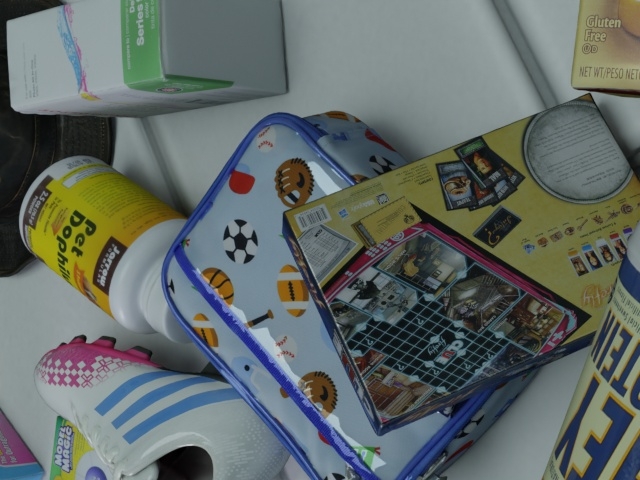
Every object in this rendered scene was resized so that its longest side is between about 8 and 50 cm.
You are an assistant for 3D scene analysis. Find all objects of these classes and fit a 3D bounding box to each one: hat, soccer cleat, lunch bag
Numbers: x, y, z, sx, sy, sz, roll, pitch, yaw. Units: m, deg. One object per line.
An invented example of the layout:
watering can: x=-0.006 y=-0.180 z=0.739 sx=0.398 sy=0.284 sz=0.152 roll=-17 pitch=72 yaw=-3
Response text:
hat: x=-0.379 y=-0.118 z=1.325 sx=0.331 sy=0.134 sz=0.331 roll=1 pitch=91 yaw=40
soccer cleat: x=-0.171 y=0.176 z=1.144 sx=0.331 sy=0.116 sz=0.143 roll=2 pitch=55 yaw=39
lunch bag: x=0.020 y=0.063 z=0.988 sx=0.303 sy=0.115 sz=0.243 roll=49 pitch=118 yaw=19

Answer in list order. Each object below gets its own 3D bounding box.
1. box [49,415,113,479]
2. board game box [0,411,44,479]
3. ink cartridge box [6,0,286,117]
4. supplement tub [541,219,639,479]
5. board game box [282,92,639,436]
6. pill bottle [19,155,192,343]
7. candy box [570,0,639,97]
box: x=-0.220 y=0.243 z=1.265 sx=0.179 sy=0.043 sz=0.105 roll=14 pitch=100 yaw=41
board game box: x=-0.471 y=0.251 z=1.463 sx=0.316 sy=0.064 sz=0.242 roll=45 pitch=119 yaw=30
ink cartridge box: x=-0.160 y=-0.168 z=1.124 sx=0.212 sy=0.154 sz=0.093 roll=-6 pitch=88 yaw=41
supplement tub: x=0.250 y=0.161 z=0.735 sx=0.235 sy=0.235 sz=0.325 roll=28 pitch=109 yaw=36
board game box: x=0.116 y=0.013 z=0.863 sx=0.042 sy=0.243 sz=0.165 roll=98 pitch=150 yaw=-69
pill bottle: x=-0.183 y=0.011 z=1.174 sx=0.215 sy=0.117 sz=0.117 roll=32 pitch=111 yaw=35
candy box: x=0.272 y=-0.243 z=0.771 sx=0.183 sy=0.087 sz=0.316 roll=10 pitch=98 yaw=37
